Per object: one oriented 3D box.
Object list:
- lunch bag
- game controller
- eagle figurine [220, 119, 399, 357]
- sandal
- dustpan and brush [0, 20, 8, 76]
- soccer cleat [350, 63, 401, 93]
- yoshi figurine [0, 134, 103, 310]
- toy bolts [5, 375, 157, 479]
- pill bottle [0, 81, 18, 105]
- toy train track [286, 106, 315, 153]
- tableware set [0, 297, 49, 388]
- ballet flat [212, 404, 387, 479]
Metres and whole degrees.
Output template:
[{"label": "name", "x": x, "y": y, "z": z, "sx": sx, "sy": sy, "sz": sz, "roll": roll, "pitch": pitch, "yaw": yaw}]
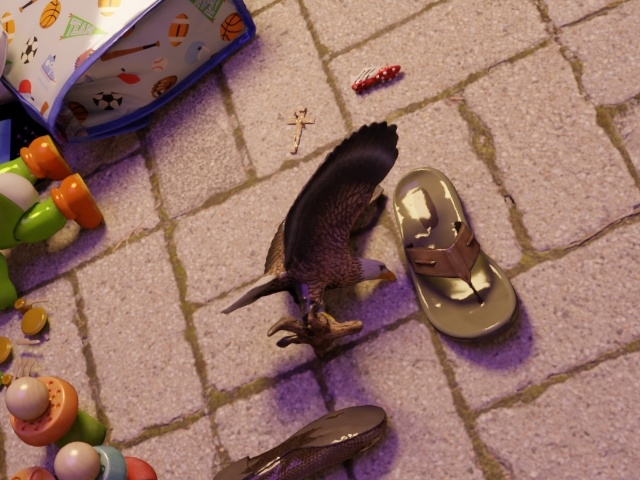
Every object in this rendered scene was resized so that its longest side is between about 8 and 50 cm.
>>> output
[{"label": "lunch bag", "x": -0.357, "y": -0.360, "z": 2.008, "sx": 0.385, "sy": 0.239, "sz": 0.328, "roll": -40, "pitch": 55, "yaw": -10}, {"label": "game controller", "x": -0.598, "y": -0.141, "z": 2.091, "sx": 0.319, "sy": 0.067, "sz": 0.166, "roll": -12, "pitch": 58, "yaw": 18}, {"label": "eagle figurine", "x": 0.008, "y": 0.003, "z": 1.667, "sx": 0.226, "sy": 0.225, "sz": 0.298, "roll": -8, "pitch": 69, "yaw": 32}, {"label": "sandal", "x": 0.163, "y": 0.014, "z": 1.644, "sx": 0.120, "sy": 0.086, "sz": 0.302, "roll": -30, "pitch": 54, "yaw": 6}, {"label": "dustpan and brush", "x": -0.541, "y": -0.272, "z": 1.954, "sx": 0.211, "sy": 0.060, "sz": 0.147, "roll": -60, "pitch": 41, "yaw": 18}, {"label": "soccer cleat", "x": 0.083, "y": -0.256, "z": 1.874, "sx": 0.083, "sy": 0.029, "sz": 0.035, "roll": -25, "pitch": 59, "yaw": 15}, {"label": "yoshi figurine", "x": -0.532, "y": 0.004, "z": 1.936, "sx": 0.362, "sy": 0.203, "sz": 0.203, "roll": -34, "pitch": 23, "yaw": -10}, {"label": "toy bolts", "x": -0.366, "y": 0.310, "z": 1.666, "sx": 0.228, "sy": 0.158, "sz": 0.218, "roll": 23, "pitch": 73, "yaw": 33}, {"label": "pill bottle", "x": -0.614, "y": -0.268, "z": 2.147, "sx": 0.180, "sy": 0.108, "sz": 0.108, "roll": -9, "pitch": 59, "yaw": 19}, {"label": "toy train track", "x": -0.036, "y": -0.173, "z": 1.888, "sx": 0.048, "sy": 0.014, "sz": 0.083, "roll": 0, "pitch": 62, "yaw": 24}, {"label": "tableware set", "x": -0.469, "y": 0.161, "z": 1.886, "sx": 0.104, "sy": 0.024, "sz": 0.154, "roll": -5, "pitch": 61, "yaw": 26}, {"label": "ballet flat", "x": -0.023, "y": 0.288, "z": 1.594, "sx": 0.250, "sy": 0.058, "sz": 0.084, "roll": -26, "pitch": 19, "yaw": 2}]
